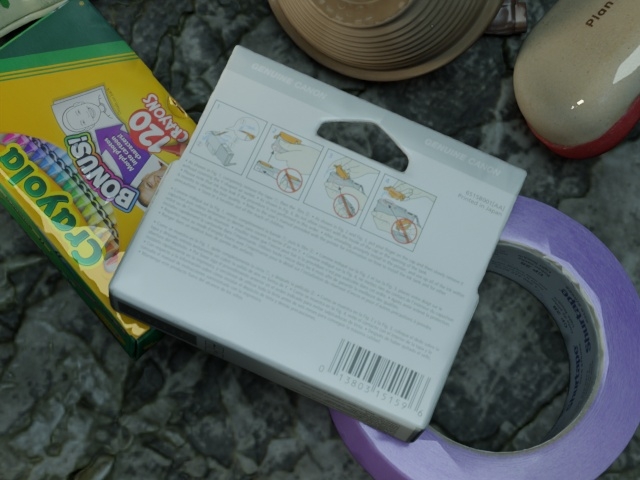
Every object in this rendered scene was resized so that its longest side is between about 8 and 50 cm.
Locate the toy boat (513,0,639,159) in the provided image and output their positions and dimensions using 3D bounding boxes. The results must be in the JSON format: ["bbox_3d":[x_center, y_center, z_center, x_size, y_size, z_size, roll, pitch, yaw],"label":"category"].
[{"bbox_3d":[0.293,-0.167,1.292,0.231,0.151,0.151,-47,40,0],"label":"toy boat"}]

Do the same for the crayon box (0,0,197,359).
[{"bbox_3d":[-0.186,-0.056,1.213,0.165,0.081,0.278,-39,82,-17],"label":"crayon box"}]

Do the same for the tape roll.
[{"bbox_3d":[0.141,0.100,1.208,0.274,0.090,0.275,2,72,-8],"label":"tape roll"}]

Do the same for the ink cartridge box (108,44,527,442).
[{"bbox_3d":[0.000,0.000,1.143,0.275,0.060,0.239,24,71,3],"label":"ink cartridge box"}]

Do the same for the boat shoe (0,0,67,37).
[{"bbox_3d":[-0.315,-0.226,1.262,0.233,0.084,0.079,-22,39,-7],"label":"boat shoe"}]

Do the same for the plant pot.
[{"bbox_3d":[0.047,-0.254,1.227,0.237,0.110,0.237,4,105,16],"label":"plant pot"}]

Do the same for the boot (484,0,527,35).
[{"bbox_3d":[0.137,-0.243,1.342,0.114,0.037,0.106,-5,72,-5],"label":"boot"}]
